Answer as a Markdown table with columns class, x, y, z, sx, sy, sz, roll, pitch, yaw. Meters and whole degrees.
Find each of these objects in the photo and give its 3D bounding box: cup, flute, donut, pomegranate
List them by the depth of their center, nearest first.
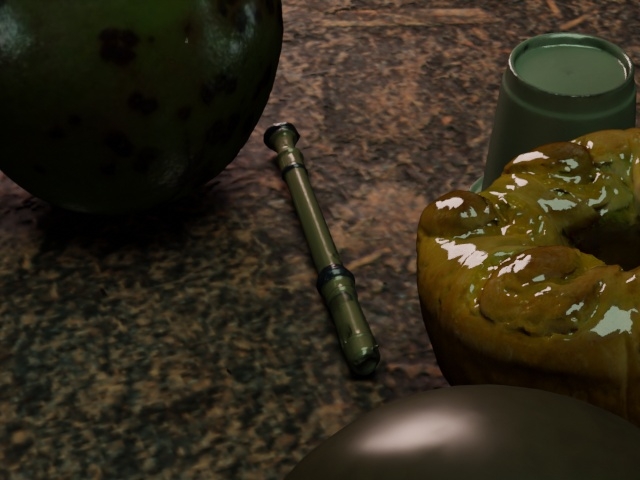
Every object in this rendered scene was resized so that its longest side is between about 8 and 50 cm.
| class | x | y | z | sx | sy | sz | roll | pitch | yaw |
| --- | --- | --- | --- | --- | --- | --- | --- | --- | --- |
| donut | 0.164 | 0.027 | 0.783 | 0.226 | 0.114 | 0.226 | -6 | 30 | 3 |
| cup | 0.153 | -0.052 | 0.920 | 0.120 | 0.141 | 0.120 | 0 | 41 | 0 |
| flute | 0.000 | 0.000 | 0.936 | 0.027 | 0.027 | 0.233 | -7 | 42 | -12 |
| pomegranate | -0.170 | -0.114 | 0.943 | 0.306 | 0.242 | 0.242 | -37 | 40 | 16 |

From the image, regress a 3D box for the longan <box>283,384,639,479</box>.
| class | x | y | z | sx | sy | sz | roll | pitch | yaw |
| --- | --- | --- | --- | --- | --- | --- | --- | --- | --- |
| longan | 0.084 | 0.173 | 0.580 | 0.248 | 0.248 | 0.248 | 2 | 41 | -2 |
